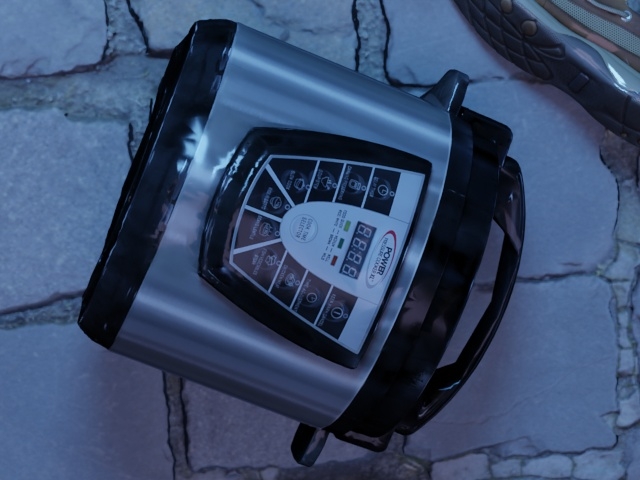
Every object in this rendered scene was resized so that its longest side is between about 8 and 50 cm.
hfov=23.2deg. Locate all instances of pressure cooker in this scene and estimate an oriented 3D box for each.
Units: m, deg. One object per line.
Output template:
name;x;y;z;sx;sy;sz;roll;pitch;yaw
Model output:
pressure cooker;0.000;-0.002;1.607;0.420;0.375;0.370;22;136;-10

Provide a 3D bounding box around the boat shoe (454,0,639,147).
boat shoe;0.271;-0.232;1.656;0.324;0.123;0.116;38;74;-6
